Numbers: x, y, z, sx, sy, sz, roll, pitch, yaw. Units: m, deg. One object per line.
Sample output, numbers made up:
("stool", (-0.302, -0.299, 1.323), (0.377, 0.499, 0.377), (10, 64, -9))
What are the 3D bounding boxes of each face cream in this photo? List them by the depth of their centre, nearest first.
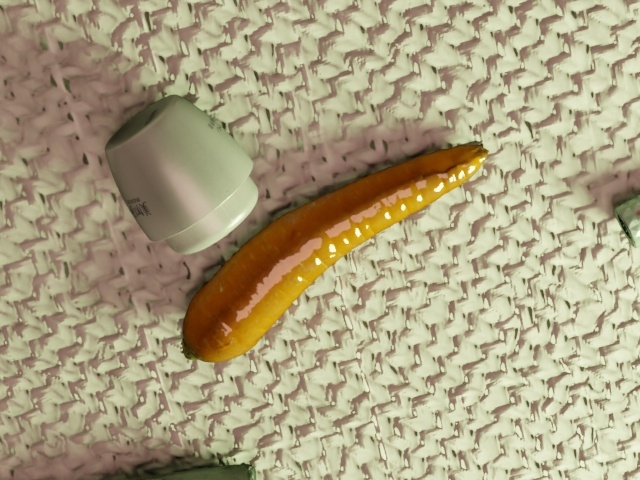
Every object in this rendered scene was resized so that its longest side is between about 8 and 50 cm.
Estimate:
("face cream", (-0.098, -0.046, 1.186), (0.091, 0.091, 0.095), (-34, 108, 9))

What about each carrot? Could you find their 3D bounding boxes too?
("carrot", (0.000, 0.000, 1.243), (0.271, 0.062, 0.066), (-40, 82, 8))

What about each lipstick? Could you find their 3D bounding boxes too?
("lipstick", (0.280, -0.035, 1.276), (0.116, 0.037, 0.037), (-26, 117, 1))

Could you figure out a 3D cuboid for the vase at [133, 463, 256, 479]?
("vase", (-0.155, 0.221, 1.320), (0.214, 0.086, 0.086), (-2, 117, -2))
